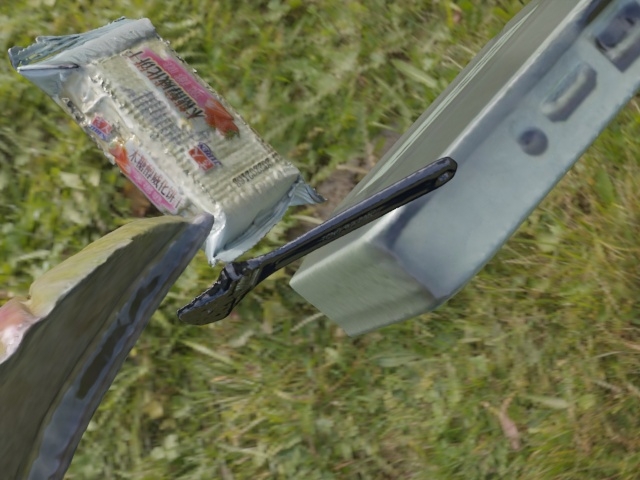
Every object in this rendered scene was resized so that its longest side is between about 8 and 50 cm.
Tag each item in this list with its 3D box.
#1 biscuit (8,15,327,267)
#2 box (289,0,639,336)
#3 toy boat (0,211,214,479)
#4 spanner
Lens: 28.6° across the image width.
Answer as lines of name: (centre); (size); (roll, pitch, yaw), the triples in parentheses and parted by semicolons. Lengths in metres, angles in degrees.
biscuit: (-0.154, -0.108, 1.269); (0.309, 0.186, 0.079); (47, 130, 8)
box: (0.152, -0.094, 1.079); (0.111, 0.396, 0.396); (42, 77, -2)
toy boat: (-0.187, 0.125, 0.690); (0.111, 0.276, 0.293); (25, 107, 10)
spanner: (0.000, 0.000, 0.807); (0.208, 0.046, 0.012); (-29, 64, -12)
